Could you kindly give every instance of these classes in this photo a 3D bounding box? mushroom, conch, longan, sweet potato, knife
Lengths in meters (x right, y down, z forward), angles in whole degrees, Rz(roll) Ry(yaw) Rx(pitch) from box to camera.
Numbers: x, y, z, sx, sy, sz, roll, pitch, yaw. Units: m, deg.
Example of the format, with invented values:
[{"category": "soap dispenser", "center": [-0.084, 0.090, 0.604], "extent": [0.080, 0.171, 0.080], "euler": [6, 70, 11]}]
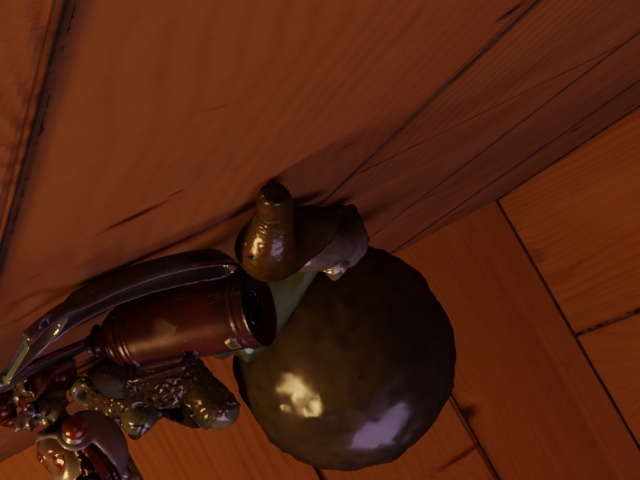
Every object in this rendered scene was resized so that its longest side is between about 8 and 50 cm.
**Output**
[{"category": "mushroom", "center": [0.002, 0.001, 1.587], "extent": [0.099, 0.096, 0.278], "euler": [-61, 168, 12]}, {"category": "conch", "center": [-0.100, 0.081, 1.769], "extent": [0.250, 0.137, 0.143], "euler": [-47, 156, -27]}, {"category": "longan", "center": [0.040, 0.199, 2.050], "extent": [0.391, 0.391, 0.391], "euler": [-29, 175, -3]}, {"category": "sweet potato", "center": [-0.048, -0.007, 1.324], "extent": [0.108, 0.079, 0.346], "euler": [-57, 171, 2]}, {"category": "knife", "center": [-0.195, 0.053, 1.183], "extent": [0.278, 0.053, 0.123], "euler": [-26, 170, -41]}]

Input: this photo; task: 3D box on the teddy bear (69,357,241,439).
[{"category": "teddy bear", "center": [-0.299, 0.249, 2.009], "extent": [0.267, 0.156, 0.256], "euler": [25, 139, -32]}]

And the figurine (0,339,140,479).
[{"category": "figurine", "center": [-0.337, 0.275, 1.619], "extent": [0.183, 0.226, 0.160], "euler": [-33, 175, 37]}]

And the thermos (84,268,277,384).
[{"category": "thermos", "center": [-0.175, 0.105, 1.397], "extent": [0.232, 0.124, 0.099], "euler": [-14, 143, 18]}]
